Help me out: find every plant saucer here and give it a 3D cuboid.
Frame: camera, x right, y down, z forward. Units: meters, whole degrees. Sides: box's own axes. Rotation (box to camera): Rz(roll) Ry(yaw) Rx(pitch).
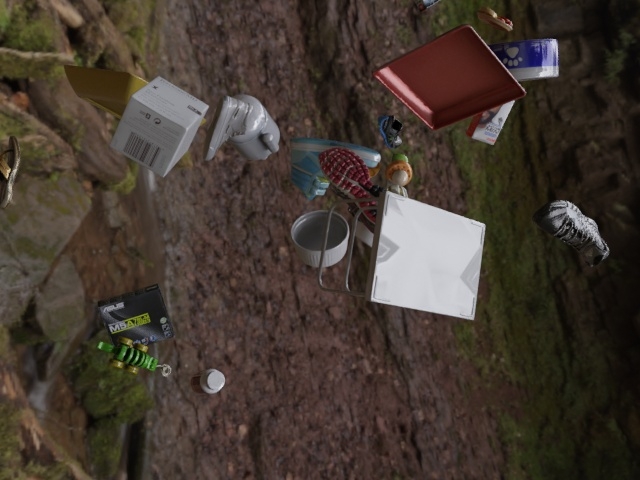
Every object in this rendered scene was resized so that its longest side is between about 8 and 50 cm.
[{"bbox_3d":[0.298,-0.378,1.376,0.259,0.258,0.048,32,57,-37],"label":"plant saucer"},{"bbox_3d":[-0.586,-0.425,1.862,0.332,0.332,0.081,27,80,-58],"label":"plant saucer"}]

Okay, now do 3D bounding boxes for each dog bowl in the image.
[{"bbox_3d":[0.564,-0.525,1.763,0.265,0.264,0.104,-108,-166,-77],"label":"dog bowl"}]

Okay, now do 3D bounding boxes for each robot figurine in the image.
[{"bbox_3d":[-0.290,-0.456,2.412,0.300,0.200,0.353,31,-6,23],"label":"robot figurine"}]

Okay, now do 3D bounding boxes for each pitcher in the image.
[{"bbox_3d":[0.211,-0.070,1.918,0.125,0.207,0.177,36,0,40],"label":"pitcher"}]

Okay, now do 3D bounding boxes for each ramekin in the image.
[{"bbox_3d":[0.000,0.000,2.113,0.109,0.207,0.207,85,-5,-46],"label":"ramekin"}]

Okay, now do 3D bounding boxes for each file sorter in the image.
[{"bbox_3d":[0.159,0.035,1.165,0.173,0.277,0.193,0,-101,54],"label":"file sorter"}]

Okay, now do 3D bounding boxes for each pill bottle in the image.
[{"bbox_3d":[-0.398,0.501,2.111,0.152,0.086,0.086,-25,-108,56],"label":"pill bottle"}]

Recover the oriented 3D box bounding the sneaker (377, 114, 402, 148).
[{"bbox_3d":[0.261,-0.387,2.127,0.188,0.078,0.067,45,41,-60],"label":"sneaker"}]

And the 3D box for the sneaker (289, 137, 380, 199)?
[{"bbox_3d":[0.041,-0.231,2.024,0.127,0.318,0.208,-26,125,-67],"label":"sneaker"}]

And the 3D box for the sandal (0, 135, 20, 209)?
[{"bbox_3d":[-0.753,-0.165,1.417,0.072,0.049,0.180,4,-97,50],"label":"sandal"}]

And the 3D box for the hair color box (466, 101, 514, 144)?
[{"bbox_3d":[0.571,-0.416,2.005,0.053,0.093,0.167,-114,-139,-62],"label":"hair color box"}]

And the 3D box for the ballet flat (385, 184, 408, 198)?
[{"bbox_3d":[0.176,-0.089,1.400,0.231,0.077,0.077,-67,150,-70],"label":"ballet flat"}]

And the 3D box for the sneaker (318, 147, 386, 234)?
[{"bbox_3d":[0.094,-0.129,1.638,0.299,0.120,0.112,52,-26,14],"label":"sneaker"}]

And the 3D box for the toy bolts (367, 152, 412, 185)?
[{"bbox_3d":[0.224,-0.209,2.254,0.158,0.218,0.229,-84,-175,-63],"label":"toy bolts"}]

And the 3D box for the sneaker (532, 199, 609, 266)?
[{"bbox_3d":[0.588,-0.008,1.353,0.086,0.228,0.132,-50,-139,32],"label":"sneaker"}]

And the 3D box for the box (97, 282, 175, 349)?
[{"bbox_3d":[-0.565,0.243,1.836,0.045,0.190,0.184,-128,-154,-56],"label":"box"}]

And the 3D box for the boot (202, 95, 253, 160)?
[{"bbox_3d":[-0.324,-0.380,2.098,0.258,0.123,0.095,-60,-147,35],"label":"boot"}]

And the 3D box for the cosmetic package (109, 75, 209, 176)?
[{"bbox_3d":[-0.394,-0.283,1.469,0.151,0.151,0.184,-54,-168,29],"label":"cosmetic package"}]

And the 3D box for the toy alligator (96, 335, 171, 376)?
[{"bbox_3d":[-0.353,0.236,1.174,0.189,0.051,0.056,38,65,-44],"label":"toy alligator"}]

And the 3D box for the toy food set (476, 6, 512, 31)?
[{"bbox_3d":[0.365,-0.462,1.246,0.082,0.083,0.020,-63,179,-73],"label":"toy food set"}]

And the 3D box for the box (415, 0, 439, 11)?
[{"bbox_3d":[0.349,-0.765,1.730,0.114,0.207,0.036,60,-16,-14],"label":"box"}]
